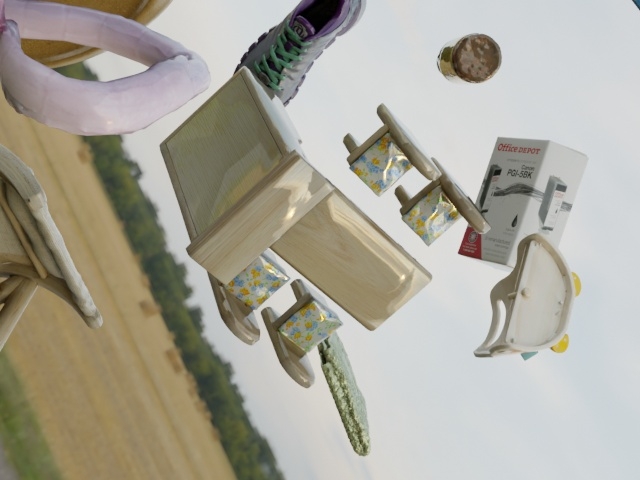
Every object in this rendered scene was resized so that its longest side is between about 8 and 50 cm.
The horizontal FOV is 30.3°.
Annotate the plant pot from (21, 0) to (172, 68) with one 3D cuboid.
[{"bbox_3d":[-0.183,-0.175,0.683,0.236,0.236,0.032,77,2,-56],"label":"plant pot"}]

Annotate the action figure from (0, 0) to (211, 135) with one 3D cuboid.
[{"bbox_3d":[-0.229,-0.160,0.519,0.248,0.370,0.276,-43,120,-71],"label":"action figure"}]

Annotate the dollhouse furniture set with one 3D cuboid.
[{"bbox_3d":[0.000,0.000,0.949,0.242,0.212,0.161,41,13,-34],"label":"dollhouse furniture set"}]

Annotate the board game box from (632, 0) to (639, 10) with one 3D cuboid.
[{"bbox_3d":[0.405,-0.325,1.342,0.302,0.086,0.308,52,30,-2],"label":"board game box"}]

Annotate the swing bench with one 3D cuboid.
[{"bbox_3d":[-0.335,0.051,0.962,0.165,0.255,0.253,37,-21,18],"label":"swing bench"}]

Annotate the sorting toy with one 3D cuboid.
[{"bbox_3d":[0.128,0.048,0.778,0.045,0.083,0.075,28,-26,-18],"label":"sorting toy"}]

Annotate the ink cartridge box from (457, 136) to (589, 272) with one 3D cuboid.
[{"bbox_3d":[0.207,-0.036,1.220,0.099,0.056,0.135,14,-95,64],"label":"ink cartridge box"}]

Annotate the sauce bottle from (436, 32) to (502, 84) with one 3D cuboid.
[{"bbox_3d":[0.121,-0.151,0.994,0.128,0.042,0.042,-107,173,-83],"label":"sauce bottle"}]

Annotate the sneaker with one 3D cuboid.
[{"bbox_3d":[-0.041,-0.231,1.402,0.083,0.224,0.098,42,8,6],"label":"sneaker"}]

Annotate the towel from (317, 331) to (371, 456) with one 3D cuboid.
[{"bbox_3d":[0.026,0.163,1.347,0.110,0.027,0.148,-99,170,-66],"label":"towel"}]
